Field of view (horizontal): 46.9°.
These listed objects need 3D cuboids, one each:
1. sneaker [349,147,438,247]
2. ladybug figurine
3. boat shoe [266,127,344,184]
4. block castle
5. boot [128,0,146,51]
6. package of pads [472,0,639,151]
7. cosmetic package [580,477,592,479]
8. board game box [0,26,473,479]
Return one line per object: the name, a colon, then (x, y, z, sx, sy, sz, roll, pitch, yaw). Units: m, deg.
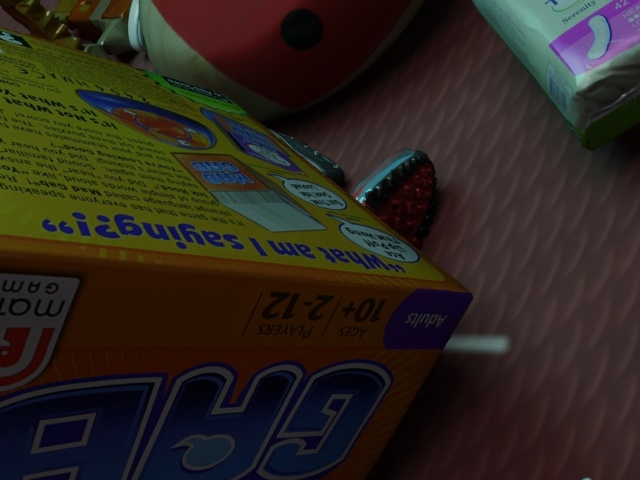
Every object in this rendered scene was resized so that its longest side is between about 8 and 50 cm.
sneaker: (0.000, 0.000, 0.723, 0.262, 0.104, 0.125, -48, 48, -3)
ladybug figurine: (-0.038, -0.318, 0.795, 0.305, 0.162, 0.449, 43, 112, 1)
boat shoe: (-0.027, -0.091, 0.833, 0.040, 0.049, 0.142, -23, 43, -26)
block castle: (-0.377, -0.475, 1.092, 0.213, 0.303, 0.453, 10, 67, 35)
boot: (-0.212, -0.360, 1.082, 0.086, 0.069, 0.189, 14, 79, 17)
package of pads: (0.290, -0.247, 0.622, 0.297, 0.101, 0.229, -32, 52, 11)
cosmetic package: (0.139, 0.269, 0.451, 0.184, 0.151, 0.151, -33, 51, 8)
board game box: (-0.190, 0.078, 0.549, 0.356, 0.357, 0.356, 42, 113, 40)
